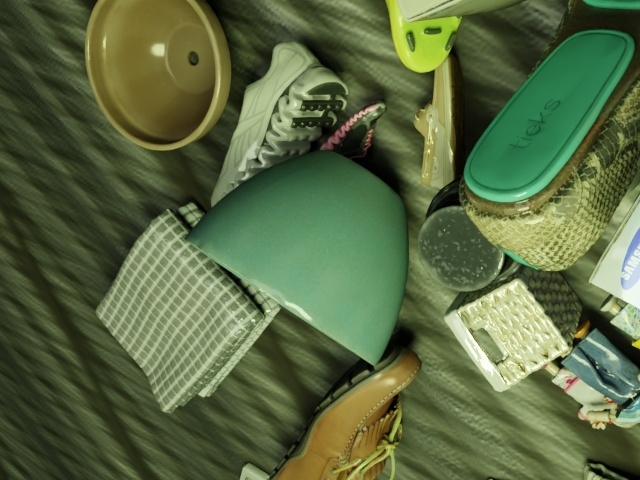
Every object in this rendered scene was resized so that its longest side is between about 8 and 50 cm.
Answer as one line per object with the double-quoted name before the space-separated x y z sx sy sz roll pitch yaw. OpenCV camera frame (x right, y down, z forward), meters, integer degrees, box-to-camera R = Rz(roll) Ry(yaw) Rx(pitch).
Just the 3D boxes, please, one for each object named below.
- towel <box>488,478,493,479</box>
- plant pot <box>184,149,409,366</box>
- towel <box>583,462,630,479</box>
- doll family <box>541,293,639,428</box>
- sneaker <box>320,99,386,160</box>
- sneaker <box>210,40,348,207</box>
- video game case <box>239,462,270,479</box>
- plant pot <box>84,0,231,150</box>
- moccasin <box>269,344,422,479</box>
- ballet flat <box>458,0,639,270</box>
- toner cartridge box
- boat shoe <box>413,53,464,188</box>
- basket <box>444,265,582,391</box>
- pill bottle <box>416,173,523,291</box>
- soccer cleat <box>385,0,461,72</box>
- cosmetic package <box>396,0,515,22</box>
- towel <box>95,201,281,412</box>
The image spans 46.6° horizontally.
"towel" 0.286 0.449 1.035 0.144 0.029 0.197 18 117 52
"plant pot" 0.000 0.000 0.957 0.290 0.290 0.195 31 83 17
"towel" 0.456 0.472 0.906 0.324 0.056 0.312 18 117 47
"doll family" 0.373 0.146 0.860 0.163 0.118 0.263 40 122 12
"sneaker" 0.054 -0.138 0.990 0.057 0.047 0.119 49 131 -1
"sneaker" -0.075 -0.144 1.034 0.292 0.110 0.118 -51 60 34
"video game case" -0.077 0.511 1.303 0.183 0.023 0.201 26 117 20
"plant pot" -0.209 -0.254 1.055 0.237 0.109 0.237 10 112 27
"moccasin" 0.048 0.296 1.086 0.147 0.139 0.380 38 122 12
"ballet flat" 0.308 -0.181 0.721 0.164 0.182 0.483 27 82 48
"toner cartridge box" 0.344 -0.065 0.666 0.075 0.348 0.165 30 119 19
"boat shoe" 0.144 -0.144 0.921 0.059 0.063 0.170 5 108 25
"basket" 0.237 0.085 0.892 0.103 0.167 0.113 -37 87 27
"pill bottle" 0.191 -0.023 0.843 0.122 0.219 0.123 10 112 26
"soccer cleat" 0.097 -0.342 0.869 0.121 0.093 0.289 -163 60 -68
"cosmetic package" 0.157 -0.309 0.709 0.113 0.309 0.160 -17 97 32
"towel" -0.224 0.115 1.187 0.235 0.121 0.284 46 123 9
